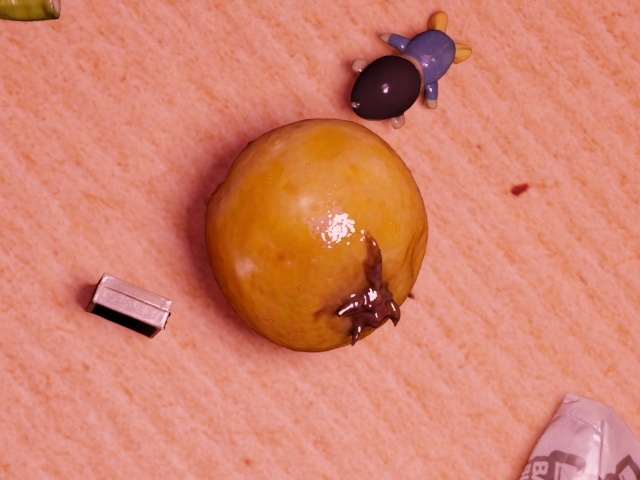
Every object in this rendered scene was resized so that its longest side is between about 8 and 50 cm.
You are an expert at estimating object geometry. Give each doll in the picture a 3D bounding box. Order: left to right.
[{"bbox_3d":[0.091,-0.182,2.071,0.179,0.089,0.102,-35,90,-39],"label":"doll"}]

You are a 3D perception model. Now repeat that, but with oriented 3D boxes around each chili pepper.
[{"bbox_3d":[-0.374,-0.255,1.988,0.202,0.052,0.050,2,51,-11],"label":"chili pepper"}]

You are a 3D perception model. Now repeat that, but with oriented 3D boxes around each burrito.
[{"bbox_3d":[0.221,0.379,1.996,0.139,0.101,0.445,31,74,-12],"label":"burrito"}]

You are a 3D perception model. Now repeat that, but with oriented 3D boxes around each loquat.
[{"bbox_3d":[0.000,0.000,1.939,0.244,0.244,0.244,2,81,-12],"label":"loquat"}]

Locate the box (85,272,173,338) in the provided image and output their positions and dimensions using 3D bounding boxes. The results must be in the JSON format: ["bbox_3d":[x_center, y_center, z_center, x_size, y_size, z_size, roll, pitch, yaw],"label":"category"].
[{"bbox_3d":[-0.197,0.069,1.961,0.083,0.079,0.035,23,76,-7],"label":"box"}]
